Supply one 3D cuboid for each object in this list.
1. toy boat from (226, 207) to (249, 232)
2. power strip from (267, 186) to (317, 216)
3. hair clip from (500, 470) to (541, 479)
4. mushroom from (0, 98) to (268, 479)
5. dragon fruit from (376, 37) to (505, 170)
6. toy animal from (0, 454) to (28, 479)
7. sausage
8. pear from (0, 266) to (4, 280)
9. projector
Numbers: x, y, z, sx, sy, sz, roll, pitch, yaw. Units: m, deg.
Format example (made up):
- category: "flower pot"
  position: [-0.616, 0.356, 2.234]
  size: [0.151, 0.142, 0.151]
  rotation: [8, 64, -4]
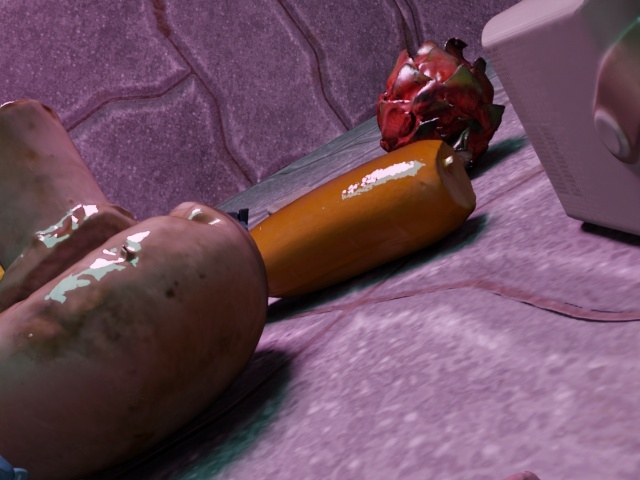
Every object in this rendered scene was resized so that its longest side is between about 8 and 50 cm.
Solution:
- category: "toy boat"
  position: [-0.246, 0.032, 1.218]
  size: [0.296, 0.122, 0.114]
  rotation: [-10, 3, -11]
- category: "power strip"
  position: [-0.024, -0.046, 1.262]
  size: [0.093, 0.053, 0.288]
  rotation: [-28, 10, -7]
- category: "hair clip"
  position: [0.056, 0.124, 0.206]
  size: [0.123, 0.102, 0.138]
  rotation: [-27, -23, -7]
- category: "mushroom"
  position: [-0.196, 0.028, 0.630]
  size: [0.292, 0.290, 0.292]
  rotation: [-29, 5, 3]
- category: "dragon fruit"
  position: [0.158, -0.171, 1.054]
  size: [0.182, 0.182, 0.188]
  rotation: [-16, 23, 52]
- category: "toy animal"
  position: [-0.243, 0.201, 0.418]
  size: [0.103, 0.100, 0.208]
  rotation: [28, 61, 31]
- category: "sausage"
  position: [0.002, 0.000, 0.812]
  size: [0.328, 0.112, 0.112]
  rotation: [-26, 9, 25]
- category: "pear"
  position: [-0.277, 0.088, 0.840]
  size: [0.197, 0.197, 0.197]
  rotation: [-27, 9, 5]
- category: "projector"
  position: [0.225, -0.103, 0.489]
  size: [0.163, 0.177, 0.242]
  rotation: [-30, 8, -3]
